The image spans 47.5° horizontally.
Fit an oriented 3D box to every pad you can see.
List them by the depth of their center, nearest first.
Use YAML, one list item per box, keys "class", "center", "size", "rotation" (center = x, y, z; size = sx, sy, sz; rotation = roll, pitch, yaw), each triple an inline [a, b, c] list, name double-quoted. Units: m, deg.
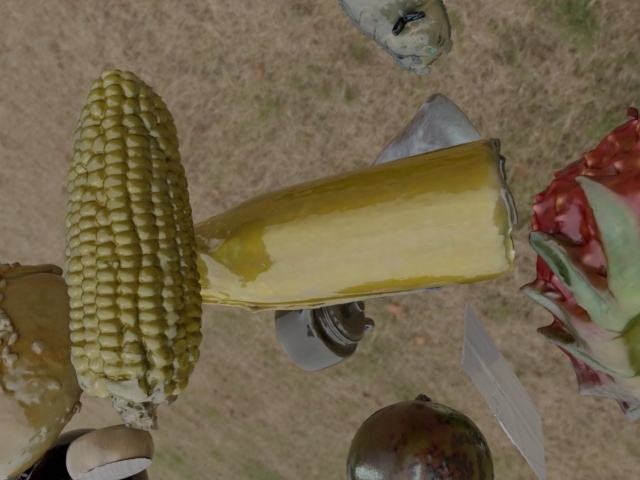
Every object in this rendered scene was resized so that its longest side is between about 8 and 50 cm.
- class: "pad"
  center: [0.252, 0.206, 0.995]
  size: [0.004, 0.156, 0.232]
  rotation: [-27, 109, 25]

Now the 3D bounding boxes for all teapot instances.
- class: "teapot"
  center: [0.029, 0.177, 1.593]
  size: [0.175, 0.186, 0.267]
  rotation: [-29, 152, 29]

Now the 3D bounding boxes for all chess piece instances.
- class: "chess piece"
  center: [-0.205, 0.210, 0.711]
  size: [0.084, 0.083, 0.038]
  rotation: [104, 150, -63]

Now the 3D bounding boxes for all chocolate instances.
- class: "chocolate"
  center: [0.000, 0.000, 0.838]
  size: [0.445, 0.162, 0.162]
  rotation: [-11, 140, 12]
- class: "chocolate"
  center: [0.214, -0.166, 1.606]
  size: [0.185, 0.100, 0.303]
  rotation: [54, 128, 17]

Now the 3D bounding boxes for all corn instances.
- class: "corn"
  center: [-0.184, 0.009, 0.709]
  size: [0.130, 0.347, 0.130]
  rotation: [-5, 169, -1]

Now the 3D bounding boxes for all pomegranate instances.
- class: "pomegranate"
  center: [0.112, 0.320, 0.938]
  size: [0.198, 0.246, 0.198]
  rotation: [38, 163, 14]

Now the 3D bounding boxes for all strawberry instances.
- class: "strawberry"
  center: [0.321, -0.018, 0.537]
  size: [0.292, 0.343, 0.292]
  rotation: [28, 143, 24]

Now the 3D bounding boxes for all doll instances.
- class: "doll"
  center: [0.192, -0.572, 1.785]
  size: [0.247, 0.247, 0.349]
  rotation: [2, 144, 45]

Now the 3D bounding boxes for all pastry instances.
- class: "pastry"
  center: [-0.474, 0.173, 1.037]
  size: [0.284, 0.316, 0.184]
  rotation: [-7, 155, 27]

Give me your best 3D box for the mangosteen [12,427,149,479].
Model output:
- class: "mangosteen"
  center: [-0.341, 0.412, 1.110]
  size: [0.265, 0.228, 0.228]
  rotation: [32, 155, -22]
